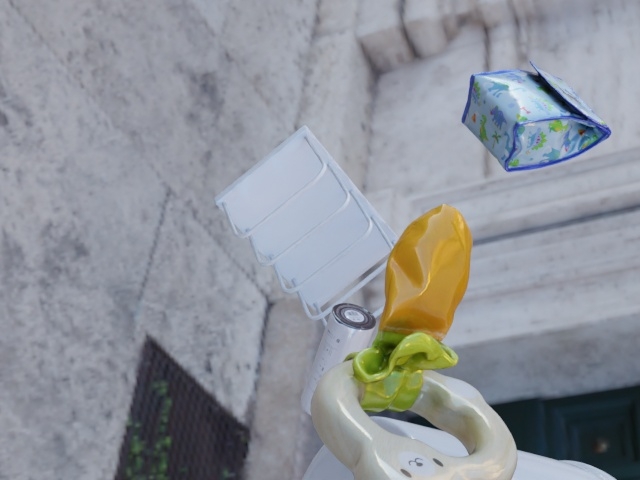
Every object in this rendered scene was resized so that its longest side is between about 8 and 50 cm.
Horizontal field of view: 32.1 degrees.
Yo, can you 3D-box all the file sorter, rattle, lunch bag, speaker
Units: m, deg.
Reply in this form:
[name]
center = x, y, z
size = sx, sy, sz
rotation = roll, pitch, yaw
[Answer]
[file sorter]
center = 0.000, 0.000, 1.789
size = 0.277, 0.193, 0.173
rotation = 49, 6, -29
[rattle]
center = 0.073, 0.090, 0.607
size = 0.130, 0.142, 0.199
rotation = 35, 17, -9
[lunch bag]
center = 0.281, -0.163, 1.437
size = 0.129, 0.151, 0.096
rotation = -120, -150, -44
[speaker]
center = 0.019, 0.143, 1.302
size = 0.055, 0.055, 0.136
rotation = -52, 162, -62

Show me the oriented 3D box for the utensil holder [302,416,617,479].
[utensil holder]
center = 0.194, 0.418, 1.469
size = 0.385, 0.328, 0.327
rotation = 21, 54, -31
